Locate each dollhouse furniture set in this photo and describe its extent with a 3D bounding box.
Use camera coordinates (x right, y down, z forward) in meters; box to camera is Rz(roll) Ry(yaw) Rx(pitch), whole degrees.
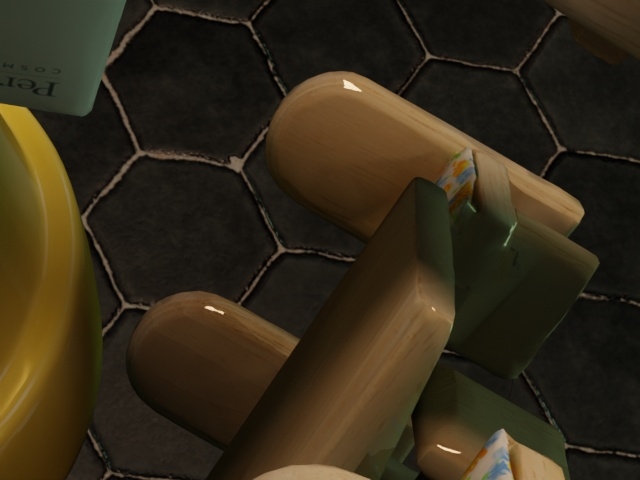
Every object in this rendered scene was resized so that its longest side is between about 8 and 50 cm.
[{"bbox_3d":[0.000,0.000,0.643,0.394,0.256,0.362,-56,-169,21],"label":"dollhouse furniture set"}]

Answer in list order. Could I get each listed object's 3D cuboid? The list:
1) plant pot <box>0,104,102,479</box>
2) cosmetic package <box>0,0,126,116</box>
[{"bbox_3d":[-0.212,-0.013,0.639,0.239,0.254,0.254,92,-1,-56],"label":"plant pot"},{"bbox_3d":[-0.144,-0.154,0.445,0.224,0.224,0.138,122,-27,-62],"label":"cosmetic package"}]
